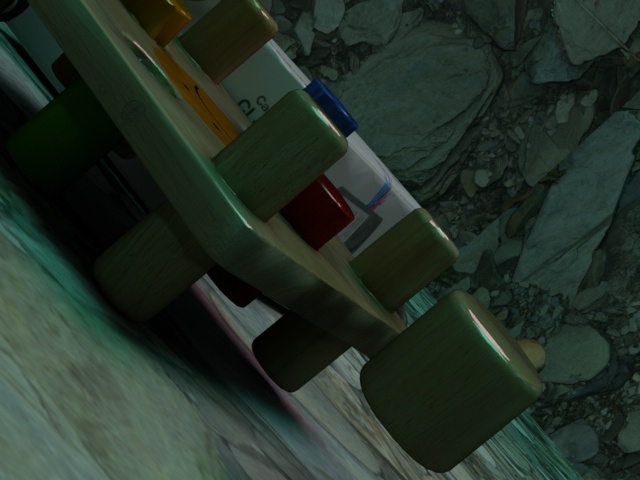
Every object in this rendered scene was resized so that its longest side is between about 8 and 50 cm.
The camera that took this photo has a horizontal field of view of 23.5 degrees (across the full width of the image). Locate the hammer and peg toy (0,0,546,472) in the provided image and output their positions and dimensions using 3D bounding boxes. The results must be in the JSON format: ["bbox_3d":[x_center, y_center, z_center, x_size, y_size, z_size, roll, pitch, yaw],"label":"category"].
[{"bbox_3d":[-0.031,-0.013,0.771,0.361,0.127,0.266,53,7,24],"label":"hammer and peg toy"}]

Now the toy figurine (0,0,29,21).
[{"bbox_3d":[-0.157,-0.237,0.914,0.148,0.213,0.209,33,49,-70],"label":"toy figurine"}]

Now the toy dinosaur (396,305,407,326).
[{"bbox_3d":[0.058,0.076,1.423,0.268,0.064,0.118,49,-11,27],"label":"toy dinosaur"}]

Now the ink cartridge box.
[{"bbox_3d":[-0.059,-0.077,1.102,0.226,0.131,0.306,50,6,23],"label":"ink cartridge box"}]
